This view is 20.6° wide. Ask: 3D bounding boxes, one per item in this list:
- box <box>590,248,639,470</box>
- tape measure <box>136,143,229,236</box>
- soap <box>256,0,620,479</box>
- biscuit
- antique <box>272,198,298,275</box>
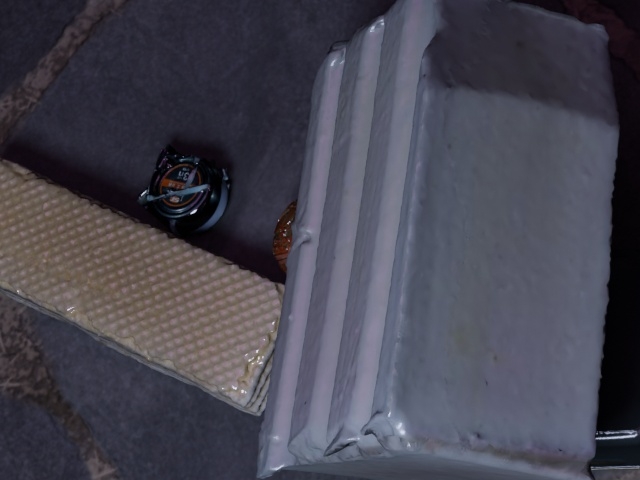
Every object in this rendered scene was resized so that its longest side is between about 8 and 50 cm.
[{"bbox_3d":[0.259,0.110,1.669,0.144,0.090,0.201,-3,70,19],"label":"box"},{"bbox_3d":[-0.146,-0.051,1.896,0.094,0.054,0.091,23,81,32],"label":"tape measure"},{"bbox_3d":[0.110,0.006,1.599,0.212,0.350,0.435,12,74,-16],"label":"soap"},{"bbox_3d":[-0.214,0.044,1.870,0.426,0.078,0.144,24,81,27],"label":"biscuit"},{"bbox_3d":[0.000,0.000,1.798,0.104,0.104,0.104,-7,68,17],"label":"antique"}]
